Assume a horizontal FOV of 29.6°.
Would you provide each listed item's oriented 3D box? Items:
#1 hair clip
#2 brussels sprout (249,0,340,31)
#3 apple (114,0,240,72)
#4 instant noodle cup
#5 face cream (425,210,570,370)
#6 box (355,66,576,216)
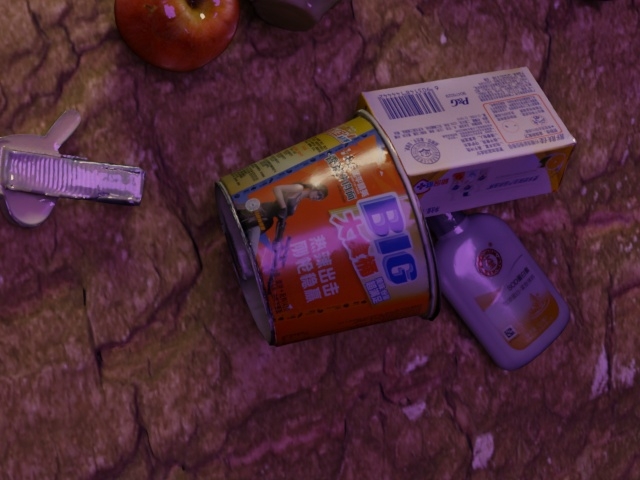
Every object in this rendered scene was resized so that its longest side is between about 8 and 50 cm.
[{"bbox_3d":[-0.336,-0.093,1.545,0.218,0.071,0.159,5,81,-24],"label":"hair clip"},{"bbox_3d":[-0.032,-0.403,1.574,0.244,0.244,0.244,1,88,-18],"label":"brussels sprout"},{"bbox_3d":[-0.188,-0.300,1.567,0.163,0.139,0.163,0,90,-31],"label":"apple"},{"bbox_3d":[0.000,0.000,1.552,0.214,0.296,0.296,-19,94,-10],"label":"instant noodle cup"},{"bbox_3d":[0.232,0.039,1.727,0.144,0.071,0.291,-39,100,-16],"label":"face cream"},{"bbox_3d":[0.193,-0.134,1.667,0.265,0.097,0.168,-13,54,-19],"label":"box"}]
